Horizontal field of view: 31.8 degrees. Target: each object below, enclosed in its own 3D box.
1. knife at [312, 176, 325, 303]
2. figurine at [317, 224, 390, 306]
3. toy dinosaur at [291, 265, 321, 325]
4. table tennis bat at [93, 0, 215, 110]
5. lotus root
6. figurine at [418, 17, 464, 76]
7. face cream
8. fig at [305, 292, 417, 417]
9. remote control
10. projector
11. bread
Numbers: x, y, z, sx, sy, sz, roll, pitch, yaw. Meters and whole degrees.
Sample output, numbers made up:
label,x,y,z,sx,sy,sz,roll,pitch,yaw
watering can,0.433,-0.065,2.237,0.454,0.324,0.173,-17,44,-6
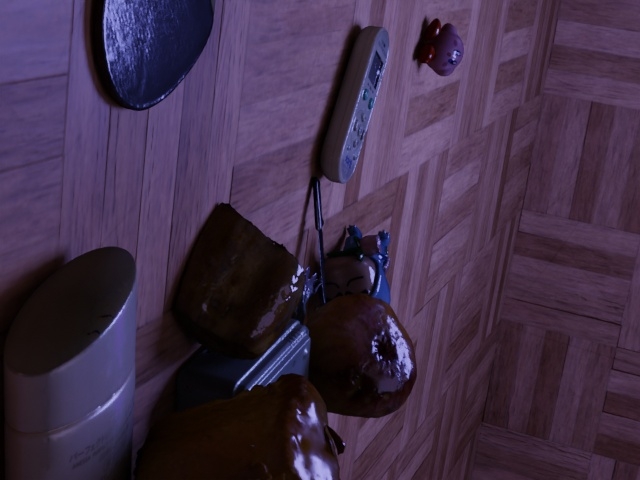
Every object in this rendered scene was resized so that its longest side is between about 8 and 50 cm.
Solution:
label,x,y,z,sx,sy,sz,roll,pitch,yaw
knife,0.000,0.000,1.485,0.023,0.010,0.170,-22,110,-73
figurine,0.049,0.037,1.588,0.178,0.114,0.145,-75,158,-45
toy dinosaur,-0.032,0.071,1.457,0.209,0.039,0.082,-32,129,-71
table tennis bat,-0.118,-0.242,1.011,0.173,0.022,0.301,83,28,-45
lotus root,-0.079,0.060,1.209,0.135,0.095,0.159,-63,140,-33
figurine,0.199,-0.311,1.822,0.067,0.071,0.083,21,-90,67
face cream,-0.209,0.193,0.947,0.173,0.081,0.349,-54,152,-63
fig,0.019,0.153,1.460,0.257,0.159,0.159,-16,-126,66
remote control,0.045,-0.183,1.504,0.078,0.042,0.221,42,62,-68
projector,-0.088,0.234,1.312,0.192,0.099,0.257,-41,140,-58
bread,-0.074,0.296,1.046,0.358,0.204,0.337,161,-70,-86
